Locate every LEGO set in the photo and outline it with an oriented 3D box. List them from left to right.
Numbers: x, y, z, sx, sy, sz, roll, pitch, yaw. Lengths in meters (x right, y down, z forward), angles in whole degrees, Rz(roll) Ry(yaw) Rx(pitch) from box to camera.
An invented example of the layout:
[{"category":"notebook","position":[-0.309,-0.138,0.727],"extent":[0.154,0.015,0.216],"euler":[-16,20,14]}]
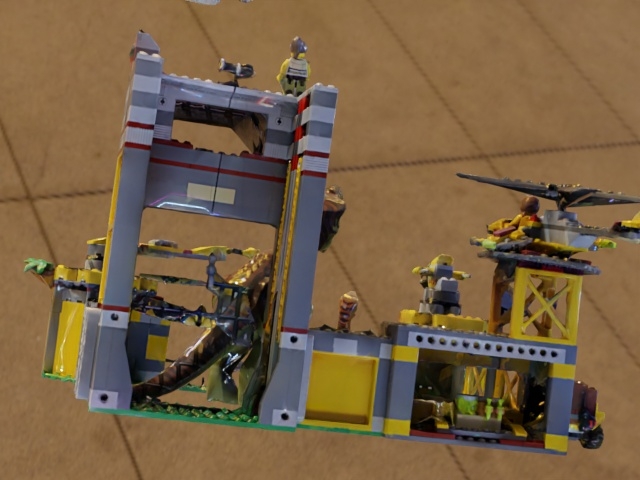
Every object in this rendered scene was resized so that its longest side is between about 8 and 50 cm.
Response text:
[{"category":"LEGO set","position":[0.000,0.000,0.620],"extent":[0.331,0.255,0.192],"euler":[8,86,-5]}]

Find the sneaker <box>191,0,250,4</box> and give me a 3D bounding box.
[{"category":"sneaker","position":[0.015,-0.270,0.741],"extent":[0.315,0.127,0.182],"euler":[-14,47,-15]}]
